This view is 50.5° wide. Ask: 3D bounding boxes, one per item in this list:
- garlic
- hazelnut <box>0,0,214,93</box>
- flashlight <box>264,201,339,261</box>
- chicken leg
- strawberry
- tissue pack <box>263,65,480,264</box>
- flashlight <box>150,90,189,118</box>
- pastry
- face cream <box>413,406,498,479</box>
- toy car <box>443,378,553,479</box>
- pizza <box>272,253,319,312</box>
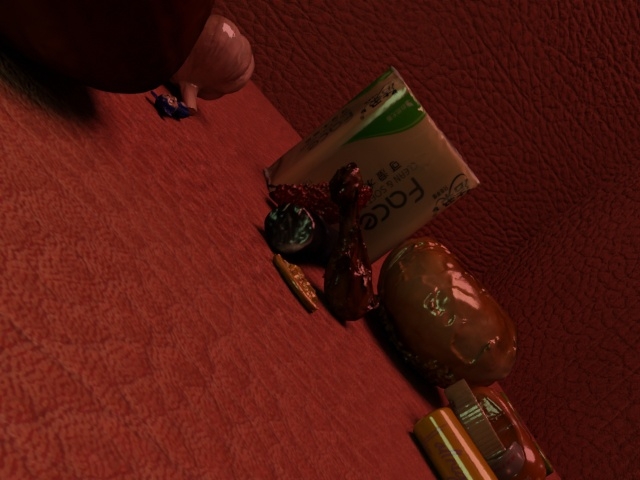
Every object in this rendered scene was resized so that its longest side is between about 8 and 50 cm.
[{"bbox_3d":[-0.258,-0.349,1.408,0.218,0.219,0.211,41,54,-49],"label":"garlic"},{"bbox_3d":[-0.277,-0.377,0.798,0.421,0.353,0.420,52,-28,42],"label":"hazelnut"},{"bbox_3d":[0.000,0.000,1.389,0.103,0.103,0.424,54,9,15],"label":"flashlight"},{"bbox_3d":[0.054,0.005,1.255,0.113,0.093,0.304,-25,119,-51],"label":"chicken leg"},{"bbox_3d":[-0.002,-0.075,1.463,0.167,0.208,0.086,30,58,-48],"label":"strawberry"},{"bbox_3d":[0.121,-0.157,1.650,0.331,0.405,0.205,48,13,-22],"label":"tissue pack"},{"bbox_3d":[-0.265,-0.242,1.229,0.057,0.035,0.121,51,9,5],"label":"flashlight"},{"bbox_3d":[0.281,0.182,1.573,0.409,0.245,0.409,46,10,-11],"label":"pastry"},{"bbox_3d":[0.250,0.400,1.085,0.078,0.078,0.273,39,16,-55],"label":"face cream"},{"bbox_3d":[0.296,0.352,1.229,0.235,0.145,0.235,56,6,-9],"label":"toy car"},{"bbox_3d":[-0.031,0.073,1.169,0.123,0.026,0.108,53,7,16],"label":"pizza"}]
